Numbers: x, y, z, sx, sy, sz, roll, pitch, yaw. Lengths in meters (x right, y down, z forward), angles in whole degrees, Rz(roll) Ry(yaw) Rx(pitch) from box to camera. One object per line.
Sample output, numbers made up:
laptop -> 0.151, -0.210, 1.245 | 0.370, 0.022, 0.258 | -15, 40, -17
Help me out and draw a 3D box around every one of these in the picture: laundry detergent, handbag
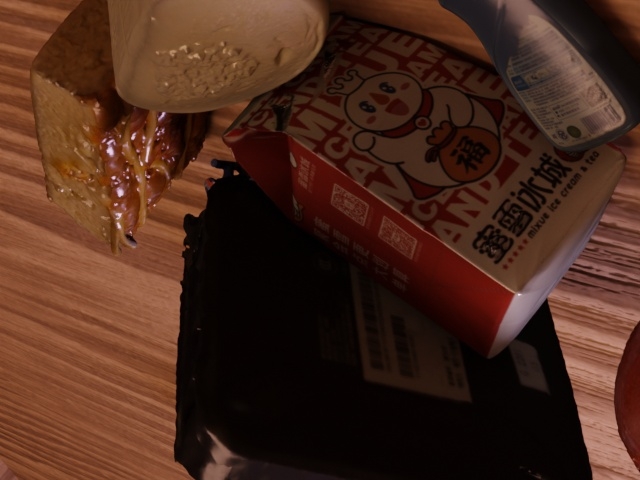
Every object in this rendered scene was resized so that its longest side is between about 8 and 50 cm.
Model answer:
laundry detergent -> 0.150, -0.158, 0.941 | 0.206, 0.061, 0.097 | 48, 154, -18
handbag -> 0.078, -0.062, 1.076 | 0.298, 0.171, 0.151 | 35, 157, 15

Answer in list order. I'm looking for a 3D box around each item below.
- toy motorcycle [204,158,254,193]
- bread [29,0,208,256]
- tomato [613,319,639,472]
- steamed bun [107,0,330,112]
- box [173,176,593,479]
toy motorcycle -> -0.069, -0.029, 1.359 | 0.076, 0.114, 0.205 | 27, 151, 23
bread -> -0.189, -0.129, 1.281 | 0.114, 0.184, 0.274 | 27, 152, 10
tomato -> 0.337, 0.120, 1.009 | 0.208, 0.184, 0.208 | 28, 158, 12
steamed bun -> -0.079, -0.216, 0.998 | 0.155, 0.200, 0.250 | -1, 165, -21
box -> 0.050, 0.095, 1.100 | 0.350, 0.359, 0.091 | 14, 126, -14
